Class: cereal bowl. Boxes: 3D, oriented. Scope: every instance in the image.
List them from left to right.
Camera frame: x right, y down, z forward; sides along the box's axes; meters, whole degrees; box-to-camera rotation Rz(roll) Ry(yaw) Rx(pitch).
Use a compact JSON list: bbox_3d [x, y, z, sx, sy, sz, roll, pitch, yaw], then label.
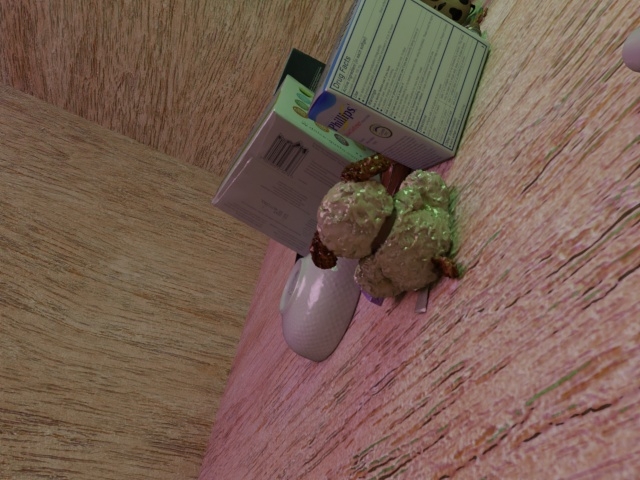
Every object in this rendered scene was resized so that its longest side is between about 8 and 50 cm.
[{"bbox_3d":[-0.020,0.148,1.130,0.339,0.141,0.338,-158,90,-78],"label":"cereal bowl"}]

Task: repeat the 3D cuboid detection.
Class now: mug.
[{"bbox_3d":[0.345,-0.194,0.408,0.064,0.078,0.062,-78,-19,-74],"label":"mug"}]

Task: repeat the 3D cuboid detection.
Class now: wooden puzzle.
[{"bbox_3d":[0.367,-0.520,0.984,0.083,0.006,0.049,132,158,-57],"label":"wooden puzzle"}]

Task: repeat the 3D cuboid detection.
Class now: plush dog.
[{"bbox_3d":[0.099,-0.014,0.699,0.210,0.226,0.262,-107,41,-72],"label":"plush dog"}]

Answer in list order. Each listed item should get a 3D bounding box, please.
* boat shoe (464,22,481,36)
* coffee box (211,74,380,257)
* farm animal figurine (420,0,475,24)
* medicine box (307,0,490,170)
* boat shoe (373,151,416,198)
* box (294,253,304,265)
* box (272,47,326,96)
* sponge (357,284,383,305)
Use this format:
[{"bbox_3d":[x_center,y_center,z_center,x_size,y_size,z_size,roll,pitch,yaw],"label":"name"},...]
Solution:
[{"bbox_3d":[0.308,-0.435,0.973,0.183,0.066,0.066,-20,43,61],"label":"boat shoe"},{"bbox_3d":[-0.066,-0.222,1.248,0.338,0.338,0.334,-48,21,30],"label":"coffee box"},{"bbox_3d":[0.227,-0.555,0.996,0.172,0.327,0.330,-158,57,-71],"label":"farm animal figurine"},{"bbox_3d":[0.160,-0.330,0.858,0.263,0.289,0.149,-69,12,-10],"label":"medicine box"},{"bbox_3d":[0.177,-0.204,0.996,0.111,0.105,0.307,161,131,-74],"label":"boat shoe"},{"bbox_3d":[0.000,0.000,1.462,0.257,0.079,0.322,-85,21,-50],"label":"box"},{"bbox_3d":[0.012,-0.666,1.851,0.293,0.396,0.212,-98,32,-66],"label":"box"},{"bbox_3d":[0.145,0.025,0.896,0.210,0.031,0.117,-65,12,7],"label":"sponge"}]
